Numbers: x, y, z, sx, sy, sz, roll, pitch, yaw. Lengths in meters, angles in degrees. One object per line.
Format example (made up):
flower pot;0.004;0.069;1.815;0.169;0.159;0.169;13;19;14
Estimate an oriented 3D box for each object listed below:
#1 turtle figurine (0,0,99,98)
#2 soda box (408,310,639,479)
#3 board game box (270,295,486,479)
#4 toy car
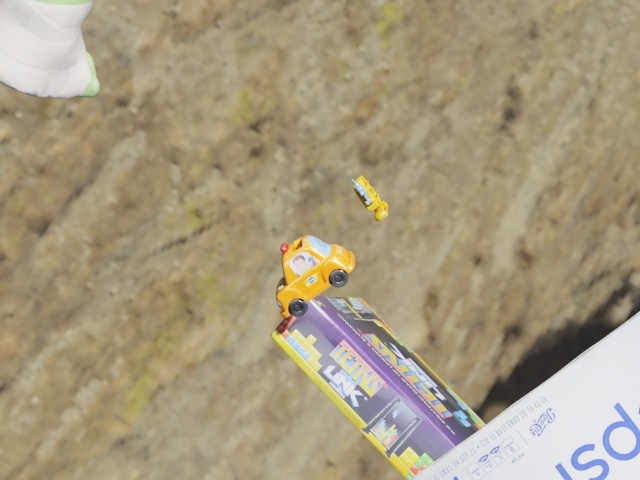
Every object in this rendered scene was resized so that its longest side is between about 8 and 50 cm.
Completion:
turtle figurine;-0.081;-0.212;0.655;0.266;0.198;0.274;-55;-153;22
soda box;0.190;0.090;0.845;0.286;0.098;0.091;-37;169;-1
board game box;0.054;0.116;1.194;0.048;0.170;0.141;-47;165;10
toy car;0.000;0.000;0.976;0.060;0.040;0.122;-32;-165;28
